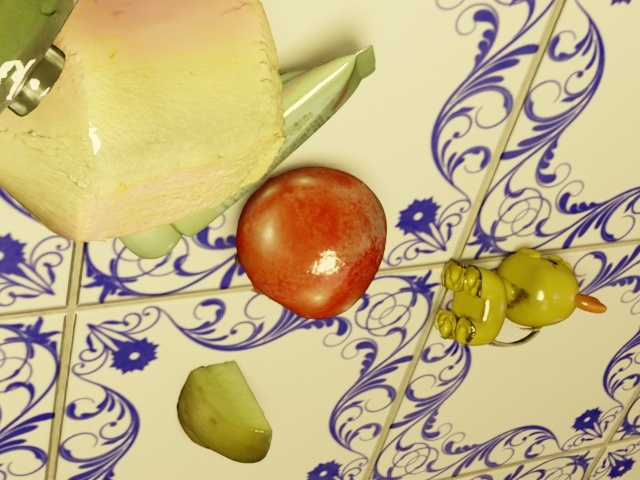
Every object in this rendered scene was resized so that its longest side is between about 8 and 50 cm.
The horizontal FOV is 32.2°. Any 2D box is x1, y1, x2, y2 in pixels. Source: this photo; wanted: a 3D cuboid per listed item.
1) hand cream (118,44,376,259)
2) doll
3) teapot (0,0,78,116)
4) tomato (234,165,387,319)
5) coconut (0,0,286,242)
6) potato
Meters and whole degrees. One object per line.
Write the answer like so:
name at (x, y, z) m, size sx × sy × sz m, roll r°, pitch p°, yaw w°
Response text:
hand cream at (-0.073, -0.093, 1.094) m, size 0.306 × 0.093 × 0.147 m, roll -33°, pitch 176°, yaw 3°
doll at (0.265, 0.077, 1.446) m, size 0.221 × 0.143 × 0.135 m, roll 2°, pitch 95°, yaw -31°
teapot at (-0.304, -0.221, 0.716) m, size 0.200 × 0.270 × 0.337 m, roll -24°, pitch 129°, yaw 41°
tomato at (0.000, 0.000, 1.189) m, size 0.167 × 0.167 × 0.167 m, roll -17°, pitch 137°, yaw -16°
coconut at (-0.171, -0.110, 0.921) m, size 0.245 × 0.233 × 0.233 m, roll -15°, pitch 137°, yaw -20°
potato at (-0.123, 0.244, 1.384) m, size 0.081 × 0.120 × 0.149 m, roll -12°, pitch 135°, yaw -22°
